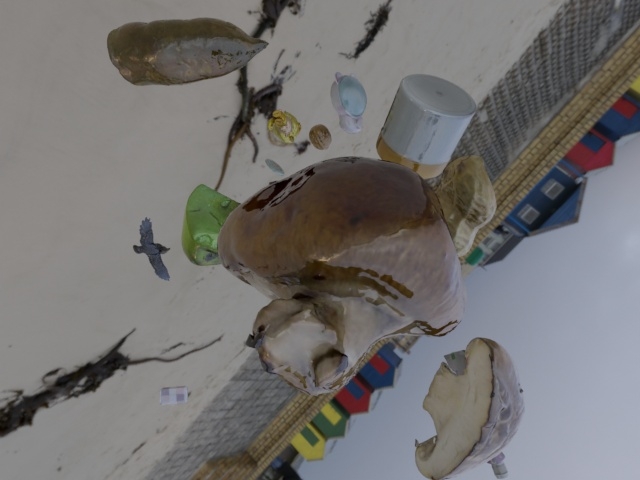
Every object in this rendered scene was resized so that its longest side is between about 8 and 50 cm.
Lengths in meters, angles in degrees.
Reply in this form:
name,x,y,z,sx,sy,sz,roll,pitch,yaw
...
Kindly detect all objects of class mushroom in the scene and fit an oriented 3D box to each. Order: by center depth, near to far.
name,x,y,z,sx,sy,sz,roll,pitch,yaw
mushroom,0.019,0.051,0.503,0.345,0.346,0.259,83,24,-72
mushroom,0.296,0.326,0.759,0.285,0.151,0.156,-67,-157,8

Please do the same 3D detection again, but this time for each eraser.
name,x,y,z,sx,sy,sz,roll,pitch,yaw
eraser,-0.588,0.621,1.625,0.105,0.064,0.026,0,178,-11

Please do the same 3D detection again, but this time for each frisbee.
name,x,y,z,sx,sy,sz,roll,pitch,yaw
frisbee,-0.211,-0.342,1.883,0.014,0.110,0.110,-45,167,20

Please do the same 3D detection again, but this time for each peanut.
name,x,y,z,sx,sy,sz,roll,pitch,yaw
peanut,0.308,-0.080,0.921,0.110,0.196,0.233,10,131,-21

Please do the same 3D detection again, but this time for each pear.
name,x,y,z,sx,sy,sz,roll,pitch,yaw
pear,-0.429,-0.021,1.679,0.317,0.343,0.238,-63,180,-38

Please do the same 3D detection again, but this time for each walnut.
name,x,y,z,sx,sy,sz,roll,pitch,yaw
walnut,0.001,-0.474,1.864,0.105,0.124,0.105,-22,180,0

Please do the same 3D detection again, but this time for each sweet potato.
name,x,y,z,sx,sy,sz,roll,pitch,yaw
sweet potato,-0.316,-0.462,0.987,0.370,0.157,0.158,-3,168,8

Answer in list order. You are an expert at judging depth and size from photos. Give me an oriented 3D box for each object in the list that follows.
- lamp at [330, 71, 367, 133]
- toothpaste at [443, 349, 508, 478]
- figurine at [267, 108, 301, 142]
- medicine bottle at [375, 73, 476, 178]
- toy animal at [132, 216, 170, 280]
name,x,y,z,sx,sy,sz,roll,pitch,yaw
lamp,0.128,-0.564,1.662,0.108,0.245,0.180,0,-165,43
toothpaste,0.391,0.429,1.016,0.048,0.300,0.075,-15,157,-4
figurine,-0.162,-0.512,1.809,0.131,0.156,0.246,-12,175,11
medicine bottle,0.316,-0.350,1.243,0.238,0.238,0.231,-35,156,-38
toy animal,-0.493,0.025,1.186,0.062,0.108,0.220,-39,138,-42
